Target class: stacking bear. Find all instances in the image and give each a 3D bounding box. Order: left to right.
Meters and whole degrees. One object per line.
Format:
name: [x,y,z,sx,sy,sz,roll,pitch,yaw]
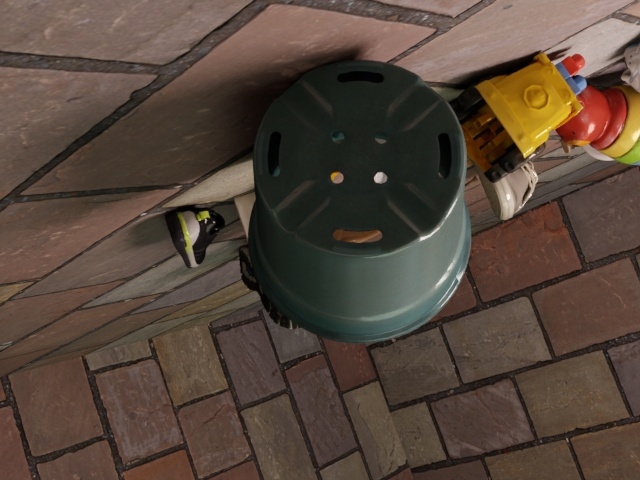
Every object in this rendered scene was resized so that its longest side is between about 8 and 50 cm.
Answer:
stacking bear: [0.577,-0.224,1.655,0.289,0.164,0.175,10,179,-18]

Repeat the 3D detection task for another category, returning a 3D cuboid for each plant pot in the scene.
plant pot: [0.053,-0.057,1.158,0.341,0.341,0.334,-19,164,-4]

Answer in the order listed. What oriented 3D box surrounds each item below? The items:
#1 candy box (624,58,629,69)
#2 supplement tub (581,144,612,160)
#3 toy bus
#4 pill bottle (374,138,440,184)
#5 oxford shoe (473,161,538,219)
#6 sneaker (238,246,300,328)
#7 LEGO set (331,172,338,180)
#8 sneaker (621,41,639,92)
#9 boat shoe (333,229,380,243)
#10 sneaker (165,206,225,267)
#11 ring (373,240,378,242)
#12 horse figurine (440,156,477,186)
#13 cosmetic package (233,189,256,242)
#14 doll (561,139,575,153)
candy box: [0.690,-0.350,1.538,0.159,0.071,0.233,-12,170,-45]
supplement tub: [0.667,-0.254,1.872,0.200,0.144,0.144,-13,170,-41]
toy bus: [0.334,-0.216,1.405,0.211,0.149,0.220,-35,176,-7]
pill bottle: [0.134,-0.145,1.430,0.180,0.107,0.108,-18,172,-12]
oxford shoe: [0.442,-0.143,2.015,0.130,0.169,0.449,-19,180,14]
sneaker: [-0.077,0.091,2.036,0.147,0.129,0.330,-15,-148,-20]
LEGO set: [0.050,-0.112,1.558,0.227,0.086,0.093,-7,163,-33]
sneaker: [0.562,-0.319,1.458,0.071,0.083,0.190,-47,162,-27]
boat shoe: [0.000,0.000,2.044,0.341,0.121,0.110,-17,171,-32]
sneaker: [-0.218,-0.008,1.582,0.097,0.084,0.234,-20,172,-5]
ring: [0.154,-0.016,2.237,0.337,0.032,0.336,-7,-166,2]
horse figurine: [0.275,-0.135,2.009,0.175,0.066,0.263,-27,169,10]
cosmetic package: [-0.073,-0.006,1.691,0.113,0.160,0.309,-19,171,1]
doll: [0.729,-0.276,2.237,0.189,0.046,0.129,-17,173,-15]
